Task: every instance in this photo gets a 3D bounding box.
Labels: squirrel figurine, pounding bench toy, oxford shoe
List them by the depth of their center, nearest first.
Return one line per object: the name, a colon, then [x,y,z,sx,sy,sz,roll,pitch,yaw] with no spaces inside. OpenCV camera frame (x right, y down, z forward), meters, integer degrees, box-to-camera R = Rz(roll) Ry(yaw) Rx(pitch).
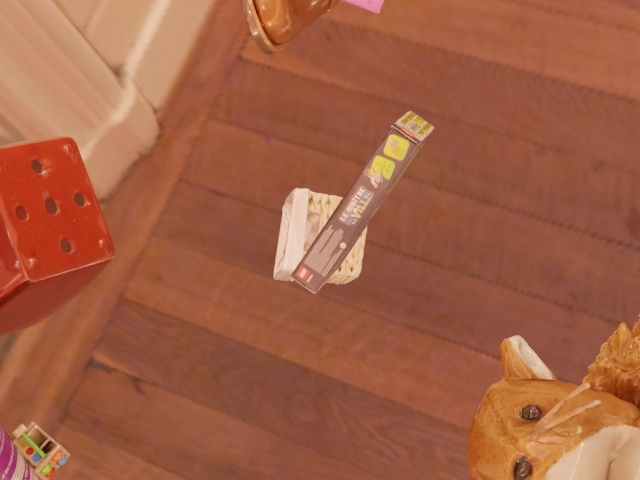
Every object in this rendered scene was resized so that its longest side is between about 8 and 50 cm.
oxford shoe: [-0.003,-0.195,0.965,0.076,0.076,0.212,-11,27,23]
squirrel figurine: [0.335,0.217,1.353,0.370,0.397,0.281,8,103,14]
pounding bench toy: [-0.394,0.293,1.923,0.065,0.083,0.052,36,74,19]

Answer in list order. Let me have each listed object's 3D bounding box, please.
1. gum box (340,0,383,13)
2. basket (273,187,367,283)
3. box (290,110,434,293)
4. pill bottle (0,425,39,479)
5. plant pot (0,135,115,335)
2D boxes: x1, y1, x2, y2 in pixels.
gum box: [0.046,-0.356,1.555,0.107,0.062,0.188,19,107,-19]
basket: [0.000,0.000,1.830,0.103,0.167,0.113,9,84,-5]
box: [0.047,-0.043,1.530,0.036,0.114,0.207,35,109,3]
pill bottle: [-0.493,0.255,1.738,0.169,0.301,0.169,-17,35,12]
plant pot: [-0.442,-0.010,1.873,0.236,0.267,0.267,-20,90,34]
